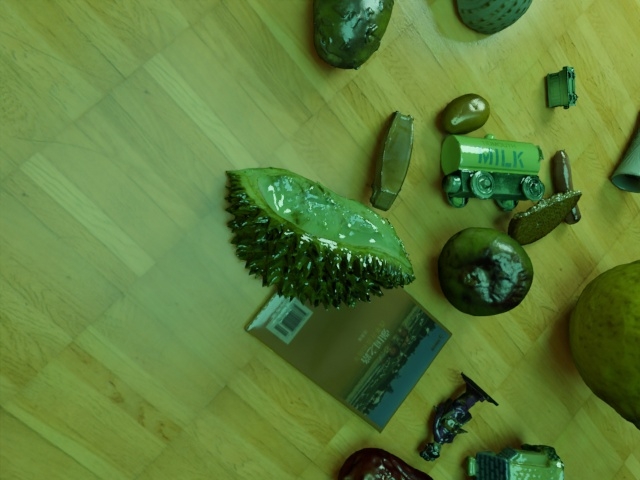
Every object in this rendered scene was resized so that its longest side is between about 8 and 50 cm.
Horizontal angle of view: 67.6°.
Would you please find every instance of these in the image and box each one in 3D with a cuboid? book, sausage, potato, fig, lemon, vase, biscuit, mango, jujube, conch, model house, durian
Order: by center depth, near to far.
[{"bbox_3d":[0.059,-0.426,0.845,0.149,0.113,0.251,19,88,-23],"label":"potato"},{"bbox_3d":[-0.004,0.007,0.865,0.394,0.163,0.198,19,44,-11],"label":"durian"},{"bbox_3d":[0.365,-0.516,0.945,0.200,0.131,0.172,0,94,-20],"label":"conch"},{"bbox_3d":[0.071,0.182,0.953,0.374,0.028,0.262,42,80,-19],"label":"book"},{"bbox_3d":[0.142,0.509,0.953,0.230,0.155,0.155,43,80,-9],"label":"jujube"},{"bbox_3d":[0.340,0.062,0.977,0.191,0.181,0.181,3,95,-48],"label":"fig"},{"bbox_3d":[0.295,-0.256,0.980,0.114,0.060,0.080,-31,102,-12],"label":"mango"},{"bbox_3d":[0.734,0.228,1.042,0.350,0.350,0.387,36,71,-20],"label":"lemon"},{"bbox_3d":[0.487,-0.045,1.065,0.206,0.025,0.126,-19,138,-22],"label":"biscuit"},{"bbox_3d":[0.419,0.560,1.069,0.189,0.195,0.214,3,79,3],"label":"model house"},{"bbox_3d":[0.572,-0.122,1.111,0.047,0.040,0.177,-20,101,-17],"label":"sausage"},{"bbox_3d":[0.797,-0.233,1.162,0.096,0.096,0.219,29,82,-21],"label":"vase"}]

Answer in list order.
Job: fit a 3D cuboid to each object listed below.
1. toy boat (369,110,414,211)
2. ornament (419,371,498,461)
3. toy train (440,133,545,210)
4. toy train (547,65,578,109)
[{"bbox_3d":[0.139,-0.158,0.925,0.064,0.072,0.206,17,76,-7],"label":"toy boat"},{"bbox_3d":[0.289,0.394,1.041,0.081,0.088,0.203,29,97,-45],"label":"ornament"},{"bbox_3d":[0.364,-0.150,1.005,0.253,0.105,0.157,1,81,-21],"label":"toy train"},{"bbox_3d":[0.540,-0.339,1.069,0.038,0.056,0.093,-14,100,-36],"label":"toy train"}]
